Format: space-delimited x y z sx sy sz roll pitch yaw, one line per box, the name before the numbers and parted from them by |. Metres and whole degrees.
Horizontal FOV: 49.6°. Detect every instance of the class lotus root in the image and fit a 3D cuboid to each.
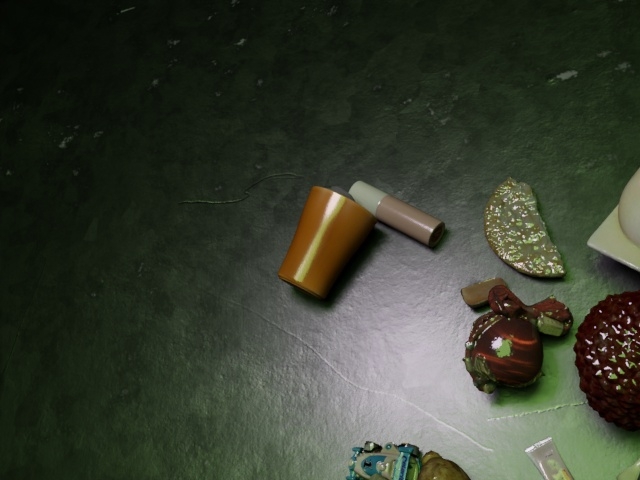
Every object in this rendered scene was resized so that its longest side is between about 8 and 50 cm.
lotus root | 0.246 0.504 1.353 0.139 0.138 0.214 -24 46 8

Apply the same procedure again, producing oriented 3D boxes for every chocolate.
chocolate | 0.372 0.121 1.565 0.101 0.031 0.064 -22 40 5

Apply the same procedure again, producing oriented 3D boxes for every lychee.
lychee | 0.608 0.228 1.285 0.264 0.264 0.300 -20 39 11

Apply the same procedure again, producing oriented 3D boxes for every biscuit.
biscuit | 0.454 -0.021 1.602 0.141 0.038 0.289 -19 57 12

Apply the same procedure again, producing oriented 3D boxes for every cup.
cup | 0.000 0.000 1.712 0.263 0.182 0.226 -62 27 -8

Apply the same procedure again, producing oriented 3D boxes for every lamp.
lamp | 0.404 0.216 1.427 0.151 0.215 0.223 -120 50 -63

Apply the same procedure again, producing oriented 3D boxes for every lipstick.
lipstick | 0.184 -0.068 1.714 0.254 0.070 0.070 30 78 31

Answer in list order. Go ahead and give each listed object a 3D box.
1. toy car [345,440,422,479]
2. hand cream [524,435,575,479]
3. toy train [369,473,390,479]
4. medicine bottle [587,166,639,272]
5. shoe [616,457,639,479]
toy car | 0.126 0.470 1.437 0.162 0.098 0.126 7 65 23
hand cream | 0.477 0.484 1.334 0.052 0.038 0.216 -13 51 -17
toy train | 0.053 0.590 1.290 0.202 0.131 0.299 -46 5 34
medicine bottle | 0.757 -0.091 1.401 0.406 0.235 0.236 -47 57 -7
shoe | 0.648 0.399 1.242 0.128 0.140 0.262 43 92 20
